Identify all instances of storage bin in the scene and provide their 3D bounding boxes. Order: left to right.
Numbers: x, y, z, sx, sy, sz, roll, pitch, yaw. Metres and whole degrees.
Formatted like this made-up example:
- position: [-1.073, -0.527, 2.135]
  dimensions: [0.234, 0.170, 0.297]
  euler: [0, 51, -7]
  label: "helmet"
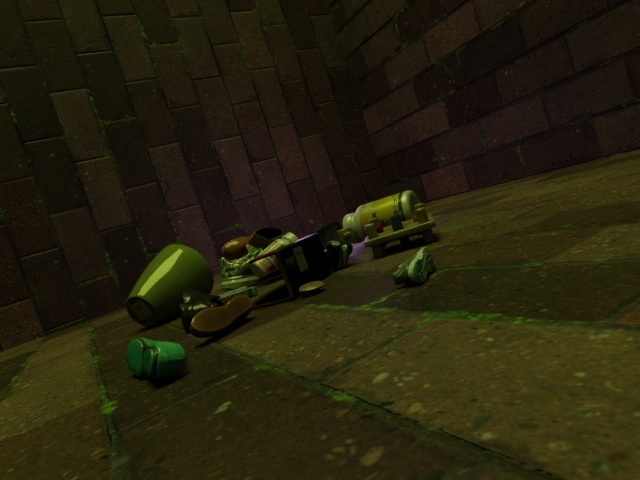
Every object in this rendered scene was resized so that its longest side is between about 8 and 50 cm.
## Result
- position: [0.000, 0.000, 1.843]
  dimensions: [0.180, 0.084, 0.122]
  euler: [-26, -3, -30]
  label: "storage bin"

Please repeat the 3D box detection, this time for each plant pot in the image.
- position: [-0.621, 0.201, 1.813]
  dimensions: [0.275, 0.275, 0.293]
  euler: [-16, 19, 27]
  label: "plant pot"

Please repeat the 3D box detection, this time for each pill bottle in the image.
- position: [-0.185, 0.070, 1.942]
  dimensions: [0.221, 0.121, 0.121]
  euler: [-41, 14, -26]
  label: "pill bottle"
- position: [0.276, -0.090, 2.039]
  dimensions: [0.334, 0.188, 0.188]
  euler: [-17, 4, 31]
  label: "pill bottle"

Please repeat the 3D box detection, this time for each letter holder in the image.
- position: [-0.130, 0.100, 1.487]
  dimensions: [0.214, 0.152, 0.302]
  euler: [-19, 3, 25]
  label: "letter holder"

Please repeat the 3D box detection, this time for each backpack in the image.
- position: [0.062, 0.052, 1.657]
  dimensions: [0.084, 0.105, 0.114]
  euler: [5, 5, 4]
  label: "backpack"

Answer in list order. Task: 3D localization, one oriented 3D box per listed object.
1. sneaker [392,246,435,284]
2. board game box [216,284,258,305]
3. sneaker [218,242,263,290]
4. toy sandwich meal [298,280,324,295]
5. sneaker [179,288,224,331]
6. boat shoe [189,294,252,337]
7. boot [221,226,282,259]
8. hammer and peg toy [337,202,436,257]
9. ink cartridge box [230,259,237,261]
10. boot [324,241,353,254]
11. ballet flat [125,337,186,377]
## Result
- position: [0.216, 0.062, 1.068]
  dimensions: [0.076, 0.065, 0.166]
  euler: [-21, 0, 30]
  label: "sneaker"
- position: [-0.341, 0.215, 1.681]
  dimensions: [0.201, 0.035, 0.136]
  euler: [-19, 4, -19]
  label: "board game box"
- position: [-0.269, 0.090, 2.043]
  dimensions: [0.410, 0.182, 0.158]
  euler: [-18, 3, -14]
  label: "sneaker"
- position: [-0.026, 0.141, 1.319]
  dimensions: [0.086, 0.029, 0.085]
  euler: [-14, 7, 2]
  label: "toy sandwich meal"
- position: [-0.376, 0.216, 1.465]
  dimensions: [0.130, 0.109, 0.286]
  euler: [-12, 12, -13]
  label: "sneaker"
- position: [-0.256, 0.209, 1.181]
  dimensions: [0.207, 0.073, 0.073]
  euler: [-18, -36, -55]
  label: "boat shoe"
- position: [-0.313, 0.009, 2.125]
  dimensions: [0.283, 0.109, 0.220]
  euler: [-5, -12, -16]
  label: "boot"
- position: [0.239, -0.021, 1.674]
  dimensions: [0.361, 0.127, 0.266]
  euler: [-17, 6, 12]
  label: "hammer and peg toy"
- position: [-0.331, 0.126, 2.311]
  dimensions: [0.278, 0.117, 0.201]
  euler: [-19, 4, -16]
  label: "ink cartridge box"
- position: [0.012, 0.071, 1.802]
  dimensions: [0.190, 0.076, 0.208]
  euler: [-32, -11, 29]
  label: "boot"
- position: [-0.343, 0.250, 0.965]
  dimensions: [0.087, 0.083, 0.247]
  euler: [9, -12, -33]
  label: "ballet flat"
